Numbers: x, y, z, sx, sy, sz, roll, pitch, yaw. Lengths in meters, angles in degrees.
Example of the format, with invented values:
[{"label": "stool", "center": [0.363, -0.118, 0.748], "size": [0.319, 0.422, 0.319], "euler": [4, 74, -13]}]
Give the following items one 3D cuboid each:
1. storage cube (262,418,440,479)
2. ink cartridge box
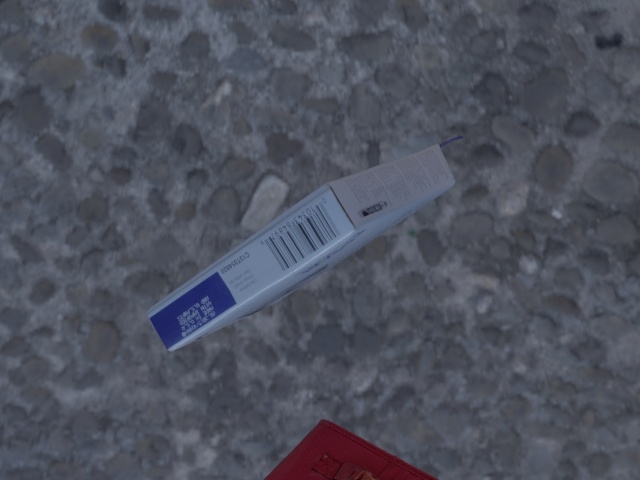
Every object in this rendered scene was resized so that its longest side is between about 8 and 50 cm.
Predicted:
[{"label": "storage cube", "center": [0.026, 0.298, 0.948], "size": [0.193, 0.183, 0.215], "euler": [-44, 131, -25]}, {"label": "ink cartridge box", "center": [0.000, 0.000, 0.961], "size": [0.223, 0.224, 0.045], "euler": [-34, 85, 36]}]
